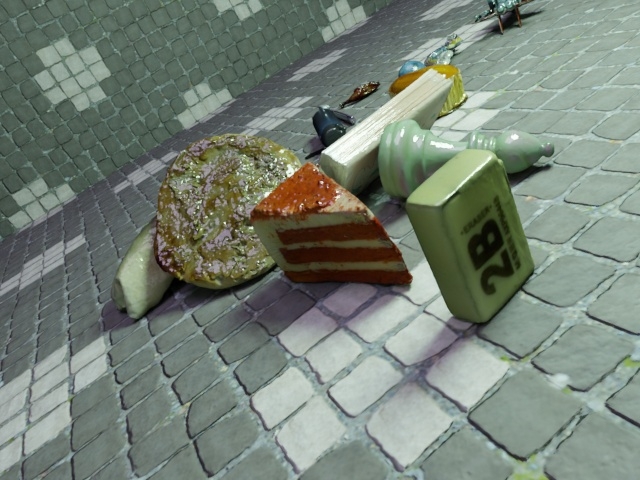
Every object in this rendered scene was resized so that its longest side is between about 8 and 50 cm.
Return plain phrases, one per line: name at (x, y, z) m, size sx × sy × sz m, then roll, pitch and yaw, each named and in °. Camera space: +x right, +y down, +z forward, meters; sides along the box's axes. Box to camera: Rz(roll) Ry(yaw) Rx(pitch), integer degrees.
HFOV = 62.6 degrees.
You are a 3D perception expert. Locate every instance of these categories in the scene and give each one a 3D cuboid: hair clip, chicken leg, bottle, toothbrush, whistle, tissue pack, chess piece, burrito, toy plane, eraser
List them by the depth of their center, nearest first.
eraser at (0.176, -0.004, 0.605) m, size 0.117 × 0.172 × 0.058 m, roll -39°, pitch 28°, yaw -21°
chess piece at (0.244, -0.142, 0.881) m, size 0.271 × 0.139 × 0.139 m, roll 1°, pitch 37°, yaw 27°
tissue pack at (0.122, -0.197, 1.049) m, size 0.325 × 0.071 × 0.170 m, roll -42°, pitch -17°, yaw -24°
burrito at (-0.333, 0.015, 1.156) m, size 0.332 × 0.135 × 0.190 m, roll -44°, pitch 36°, yaw -21°
bottle at (0.024, -0.296, 1.420) m, size 0.082 × 0.072 × 0.244 m, roll -62°, pitch 17°, yaw 17°
whistle at (0.249, -0.449, 1.463) m, size 0.090 × 0.090 × 0.158 m, roll -1°, pitch 36°, yaw 45°
hair clip at (0.373, -0.563, 1.601) m, size 0.172 × 0.049 × 0.116 m, roll -52°, pitch 19°, yaw -25°
toy plane at (0.583, -0.735, 1.625) m, size 0.222 × 0.104 × 0.326 m, roll -14°, pitch 29°, yaw 31°
toothbrush at (0.051, -0.400, 1.649) m, size 0.029 × 0.024 × 0.354 m, roll -23°, pitch 24°, yaw -7°
chicken leg at (0.126, -0.471, 1.689) m, size 0.145 × 0.037 × 0.062 m, roll -31°, pitch 3°, yaw -4°

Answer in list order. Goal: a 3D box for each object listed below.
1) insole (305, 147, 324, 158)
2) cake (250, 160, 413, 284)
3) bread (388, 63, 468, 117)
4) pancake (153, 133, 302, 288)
insole at (0.018, -0.251, 1.429) m, size 0.135 × 0.002 × 0.045 m, roll -23°, pitch 25°, yaw 13°
cake at (0.000, 0.000, 0.804) m, size 0.159 × 0.158 × 0.262 m, roll -35°, pitch 27°, yaw -3°
bread at (0.255, -0.361, 1.272) m, size 0.132 × 0.114 × 0.190 m, roll -39°, pitch 32°, yaw -25°
pancake at (-0.180, -0.065, 1.051) m, size 0.356 × 0.065 × 0.356 m, roll -7°, pitch 61°, yaw 12°
